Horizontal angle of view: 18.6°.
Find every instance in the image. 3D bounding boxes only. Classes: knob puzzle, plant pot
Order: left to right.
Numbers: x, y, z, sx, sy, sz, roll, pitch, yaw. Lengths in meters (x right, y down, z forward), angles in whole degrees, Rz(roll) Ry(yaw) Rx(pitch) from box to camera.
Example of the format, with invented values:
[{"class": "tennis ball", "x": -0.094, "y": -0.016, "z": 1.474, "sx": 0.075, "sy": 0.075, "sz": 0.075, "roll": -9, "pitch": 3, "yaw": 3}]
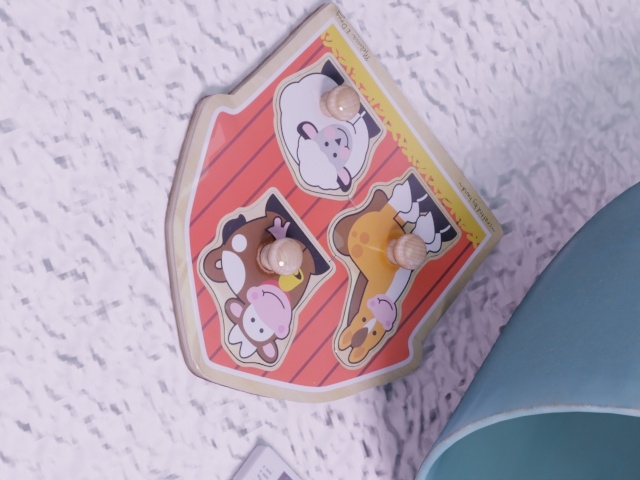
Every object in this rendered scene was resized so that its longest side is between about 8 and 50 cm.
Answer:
[{"class": "knob puzzle", "x": 0.000, "y": 0.000, "z": 1.015, "sx": 0.213, "sy": 0.030, "sz": 0.213, "roll": 0, "pitch": 90, "yaw": -35}, {"class": "plant pot", "x": 0.225, "y": 0.093, "z": 1.028, "sx": 0.293, "sy": 0.293, "sz": 0.235, "roll": 47, "pitch": 50, "yaw": -25}]

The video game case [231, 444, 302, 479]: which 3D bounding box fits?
[{"class": "video game case", "x": -0.017, "y": 0.177, "z": 1.013, "sx": 0.122, "sy": 0.011, "sz": 0.087, "roll": 48, "pitch": 65, "yaw": -24}]
